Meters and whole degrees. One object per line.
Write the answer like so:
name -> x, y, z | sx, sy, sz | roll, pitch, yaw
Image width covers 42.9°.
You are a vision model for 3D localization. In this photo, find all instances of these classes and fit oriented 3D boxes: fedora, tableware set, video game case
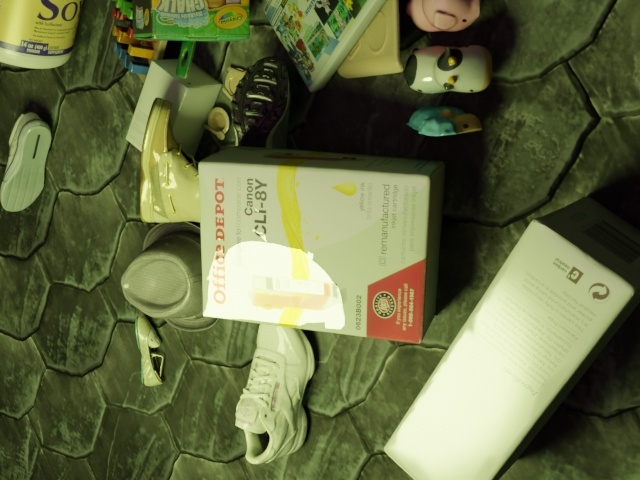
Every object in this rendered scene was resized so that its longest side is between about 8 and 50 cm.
fedora -> -0.317, 0.083, 1.688 | 0.275, 0.124, 0.244 | 0, 100, 35
tableware set -> -0.152, -0.240, 1.563 | 0.141, 0.020, 0.169 | 38, 120, 22
video game case -> -0.019, -0.449, 1.331 | 0.300, 0.036, 0.329 | 61, 151, 8

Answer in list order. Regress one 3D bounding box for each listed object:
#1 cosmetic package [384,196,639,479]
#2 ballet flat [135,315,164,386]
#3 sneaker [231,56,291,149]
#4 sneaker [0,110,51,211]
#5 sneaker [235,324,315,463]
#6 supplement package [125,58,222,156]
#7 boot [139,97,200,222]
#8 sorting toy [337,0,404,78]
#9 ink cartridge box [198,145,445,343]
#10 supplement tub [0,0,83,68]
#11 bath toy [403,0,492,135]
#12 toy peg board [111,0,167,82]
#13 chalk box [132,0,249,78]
cosmetic package -> 0.302, 0.172, 1.212 | 0.161, 0.230, 0.453 | 39, 119, 22
ballet flat -> -0.377, 0.245, 1.821 | 0.052, 0.057, 0.168 | -2, 105, 7
sneaker -> -0.105, -0.200, 1.486 | 0.100, 0.108, 0.272 | 13, 107, 13
sneaker -> -0.699, -0.187, 1.929 | 0.258, 0.094, 0.091 | -59, 46, 26
sneaker -> -0.091, 0.287, 1.560 | 0.114, 0.152, 0.305 | 8, 104, 36
supplement package -> -0.289, -0.253, 1.603 | 0.105, 0.105, 0.179 | 39, 121, 21
boot -> -0.233, -0.137, 1.534 | 0.203, 0.095, 0.262 | 7, 122, -4
sorting toy -> 0.078, -0.374, 1.325 | 0.193, 0.038, 0.208 | 14, 113, 61
ink cartridge box -> 0.000, 0.000, 1.362 | 0.384, 0.160, 0.279 | 5, 106, 16
supplement tub -> -0.602, -0.549, 1.671 | 0.241, 0.241, 0.331 | 35, 118, 24
bath toy -> 0.184, -0.337, 1.240 | 0.151, 0.129, 0.348 | 3, 102, 35
toy peg board -> -0.369, -0.409, 1.605 | 0.161, 0.079, 0.161 | 49, 127, 45
chalk box -> -0.231, -0.436, 1.439 | 0.180, 0.179, 0.289 | -148, 56, -63
